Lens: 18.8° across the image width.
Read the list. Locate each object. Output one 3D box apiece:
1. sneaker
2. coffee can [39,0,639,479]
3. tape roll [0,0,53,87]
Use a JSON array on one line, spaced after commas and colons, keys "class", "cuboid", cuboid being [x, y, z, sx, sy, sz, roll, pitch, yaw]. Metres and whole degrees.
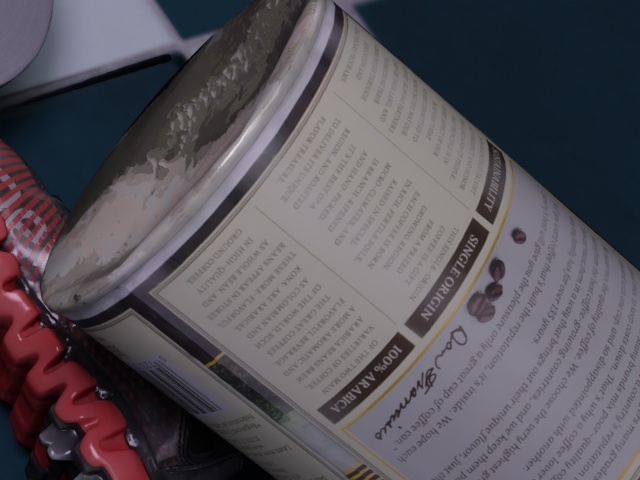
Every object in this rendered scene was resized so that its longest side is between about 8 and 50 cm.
[{"class": "sneaker", "cuboid": [-0.131, 0.040, 1.050, 0.135, 0.098, 0.276, -20, 69, -31]}, {"class": "coffee can", "cuboid": [0.031, 0.034, 0.955, 0.275, 0.201, 0.201, 40, 49, -18]}, {"class": "tape roll", "cuboid": [-0.258, -0.167, 1.099, 0.219, 0.072, 0.219, 29, 47, -36]}]
